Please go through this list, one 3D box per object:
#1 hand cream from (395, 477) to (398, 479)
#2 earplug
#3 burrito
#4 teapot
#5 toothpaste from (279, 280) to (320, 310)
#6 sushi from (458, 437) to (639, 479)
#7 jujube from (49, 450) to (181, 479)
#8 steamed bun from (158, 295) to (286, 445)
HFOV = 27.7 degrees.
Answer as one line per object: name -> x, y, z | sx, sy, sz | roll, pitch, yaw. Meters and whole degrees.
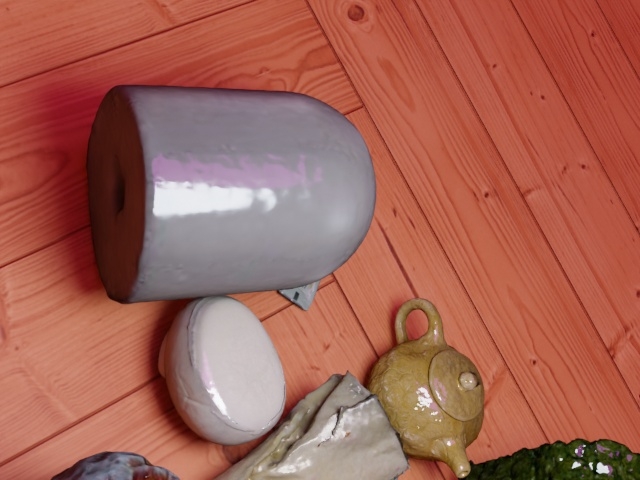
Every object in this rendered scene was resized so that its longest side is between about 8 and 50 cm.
hand cream -> 0.063, 0.322, 2.089 | 0.095, 0.046, 0.175 | -26, 81, -38
earplug -> -0.120, -0.073, 1.918 | 0.394, 0.312, 0.313 | -3, 73, -26
burrito -> -0.037, 0.351, 1.948 | 0.332, 0.135, 0.190 | -34, 121, -24
teapot -> 0.190, 0.237, 2.118 | 0.203, 0.167, 0.311 | 10, 61, -39
toothpaste -> 0.000, 0.000, 2.178 | 0.067, 0.037, 0.255 | 38, 58, -23
sushi -> 0.390, 0.453, 2.066 | 0.294, 0.352, 0.178 | 25, 57, -25
jujube -> -0.266, 0.386, 1.672 | 0.226, 0.317, 0.226 | 7, 68, -18
steamed bun -> -0.154, 0.196, 1.934 | 0.177, 0.130, 0.228 | -7, 72, -45
